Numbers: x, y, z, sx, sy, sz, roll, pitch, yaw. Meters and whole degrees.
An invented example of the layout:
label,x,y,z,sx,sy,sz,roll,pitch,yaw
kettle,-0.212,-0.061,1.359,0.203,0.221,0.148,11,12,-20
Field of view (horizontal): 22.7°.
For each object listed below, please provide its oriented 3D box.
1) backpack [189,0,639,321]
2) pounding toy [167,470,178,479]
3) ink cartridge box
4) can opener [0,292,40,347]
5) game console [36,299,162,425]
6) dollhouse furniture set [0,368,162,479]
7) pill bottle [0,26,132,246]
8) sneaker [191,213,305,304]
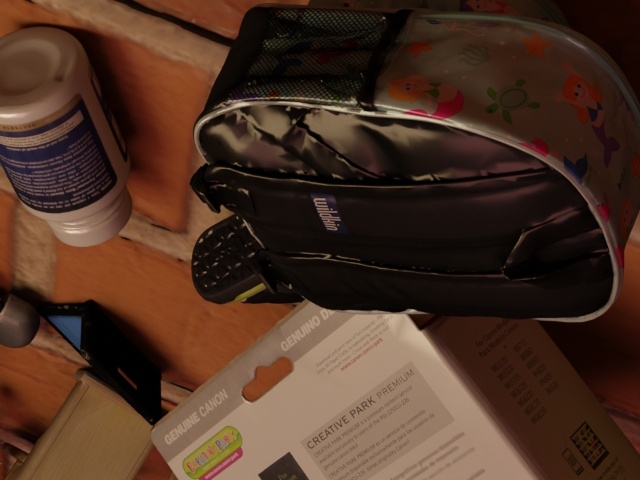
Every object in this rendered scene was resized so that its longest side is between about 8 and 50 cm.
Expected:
label,x,y,z,sx,sy,sz,roll,pitch,yaw
backpack,0.081,-0.054,0.996,0.253,0.191,0.225,9,147,33
pounding toy,-0.089,0.290,1.636,0.269,0.154,0.155,14,152,-21
ink cartridge box,0.053,0.171,1.263,0.309,0.130,0.272,-40,85,38
can opener,-0.354,0.119,1.606,0.095,0.076,0.283,26,148,-10
game console,-0.213,0.120,1.529,0.071,0.107,0.122,-28,127,16
dollhouse furniture set,-0.274,0.229,1.695,0.212,0.161,0.242,35,167,-17
pill bottle,-0.201,-0.074,1.227,0.094,0.094,0.169,9,143,21
sneaker,0.000,0.000,1.249,0.234,0.084,0.097,-15,159,42
